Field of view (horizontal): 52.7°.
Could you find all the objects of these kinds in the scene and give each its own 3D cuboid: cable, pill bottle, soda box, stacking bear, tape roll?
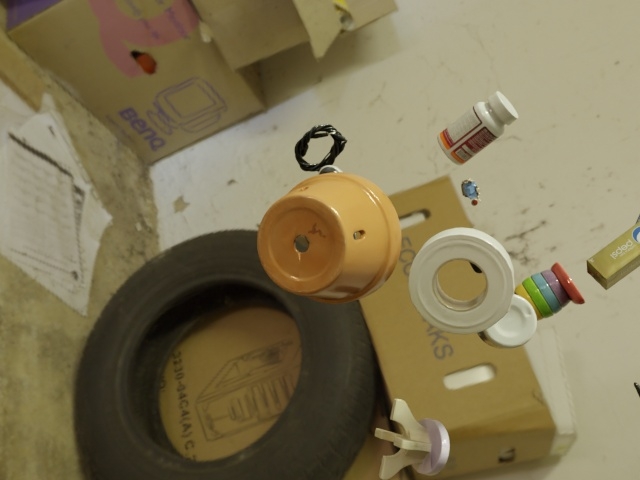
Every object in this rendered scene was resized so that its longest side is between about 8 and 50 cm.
[{"bbox_3d":[-0.009,-0.293,2.096,0.150,0.184,0.047,24,35,-39],"label":"cable"},{"bbox_3d":[0.567,0.256,2.012,0.283,0.161,0.161,50,18,-77],"label":"pill bottle"},{"bbox_3d":[0.634,0.019,1.318,0.058,0.181,0.061,54,2,36],"label":"soda box"},{"bbox_3d":[0.466,-0.333,1.920,0.121,0.221,0.121,35,33,-27],"label":"pill bottle"},{"bbox_3d":[0.722,0.212,2.202,0.164,0.289,0.175,61,13,14],"label":"stacking bear"},{"bbox_3d":[0.388,0.111,1.778,0.286,0.286,0.100,65,19,-3],"label":"tape roll"}]

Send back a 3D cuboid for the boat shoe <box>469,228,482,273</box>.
[{"bbox_3d":[0.437,0.032,1.853,0.042,0.049,0.133,-13,89,-53],"label":"boat shoe"}]

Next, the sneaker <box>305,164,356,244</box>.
[{"bbox_3d":[0.024,-0.067,1.635,0.153,0.101,0.269,5,76,-66],"label":"sneaker"}]

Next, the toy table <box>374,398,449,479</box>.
[{"bbox_3d":[0.288,0.655,2.093,0.274,0.160,0.252,130,-27,-64],"label":"toy table"}]

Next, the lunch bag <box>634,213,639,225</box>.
[{"bbox_3d":[1.174,-0.031,2.171,0.090,0.176,0.219,2,21,-37],"label":"lunch bag"}]

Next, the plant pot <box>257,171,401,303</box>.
[{"bbox_3d":[0.000,0.000,1.353,0.203,0.290,0.291,-10,76,-65],"label":"plant pot"}]

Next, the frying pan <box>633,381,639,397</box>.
[{"bbox_3d":[0.852,0.478,1.571,0.197,0.053,0.326,4,64,-67],"label":"frying pan"}]

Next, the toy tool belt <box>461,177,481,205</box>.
[{"bbox_3d":[0.434,-0.139,1.852,0.051,0.052,0.083,-111,180,-88],"label":"toy tool belt"}]
